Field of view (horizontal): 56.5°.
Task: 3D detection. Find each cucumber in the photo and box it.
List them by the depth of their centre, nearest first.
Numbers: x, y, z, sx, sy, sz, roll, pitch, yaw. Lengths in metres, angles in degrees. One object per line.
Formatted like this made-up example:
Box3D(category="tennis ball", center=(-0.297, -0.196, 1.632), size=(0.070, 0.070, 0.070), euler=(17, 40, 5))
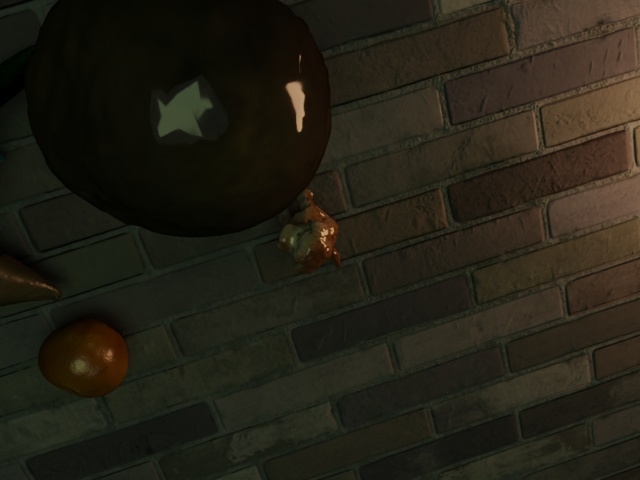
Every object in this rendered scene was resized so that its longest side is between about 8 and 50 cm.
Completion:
Box3D(category="cucumber", center=(-0.512, -0.215, 0.902), size=(0.056, 0.056, 0.284), euler=(53, 57, -22))

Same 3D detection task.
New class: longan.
Box3D(category="longan", center=(-0.182, -0.197, 0.843), size=(0.404, 0.436, 0.403), euler=(2, 88, -45))

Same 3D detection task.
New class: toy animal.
Box3D(category="toy animal", center=(-0.001, 0.015, 1.078), size=(0.104, 0.185, 0.183), euler=(-39, 112, 3))

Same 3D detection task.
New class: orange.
Box3D(category="orange", center=(-0.432, 0.214, 1.099), size=(0.159, 0.159, 0.136), euler=(28, 62, -19))

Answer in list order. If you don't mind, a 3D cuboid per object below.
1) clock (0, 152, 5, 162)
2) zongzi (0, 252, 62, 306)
Box3D(category="clock", center=(-0.617, -0.124, 0.881), size=(0.094, 0.274, 0.223), euler=(-22, 106, 43))
Box3D(category="zongzi", center=(-0.770, 0.162, 0.981), size=(0.467, 0.218, 0.500), euler=(36, 103, -25))
